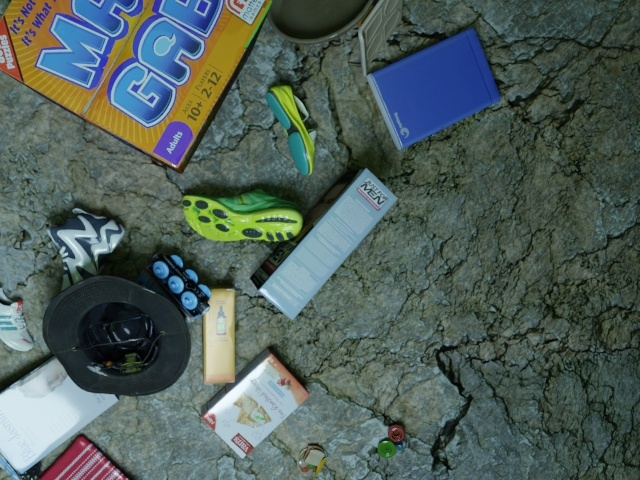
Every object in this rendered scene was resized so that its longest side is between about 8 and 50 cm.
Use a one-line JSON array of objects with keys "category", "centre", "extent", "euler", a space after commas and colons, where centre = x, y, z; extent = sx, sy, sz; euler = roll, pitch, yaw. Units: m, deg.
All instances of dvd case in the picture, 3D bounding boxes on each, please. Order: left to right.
[{"category": "dvd case", "centre": [-0.621, 0.376, 1.189], "extent": [0.253, 0.022, 0.180], "euler": [-37, 103, -28]}]

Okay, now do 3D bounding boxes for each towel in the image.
[{"category": "towel", "centre": [-0.542, 0.624, 1.236], "extent": [0.275, 0.031, 0.199], "euler": [44, 83, 0]}]

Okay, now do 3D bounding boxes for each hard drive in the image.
[{"category": "hard drive", "centre": [0.305, -0.404, 1.385], "extent": [0.319, 0.040, 0.210], "euler": [-27, 101, -11]}]

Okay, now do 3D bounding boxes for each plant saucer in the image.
[{"category": "plant saucer", "centre": [0.006, -0.570, 1.220], "extent": [0.278, 0.041, 0.277], "euler": [-7, 69, 19]}]

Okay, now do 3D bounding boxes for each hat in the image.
[{"category": "hat", "centre": [-0.447, 0.197, 1.194], "extent": [0.332, 0.134, 0.331], "euler": [-3, 118, -5]}]

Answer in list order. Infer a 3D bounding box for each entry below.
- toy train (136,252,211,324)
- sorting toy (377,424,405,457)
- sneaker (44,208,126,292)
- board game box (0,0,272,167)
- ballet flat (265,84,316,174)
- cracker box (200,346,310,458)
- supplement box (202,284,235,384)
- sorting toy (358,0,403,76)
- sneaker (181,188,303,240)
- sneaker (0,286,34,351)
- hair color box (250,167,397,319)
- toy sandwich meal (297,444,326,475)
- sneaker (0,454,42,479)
[{"category": "toy train", "centre": [-0.336, 0.115, 1.214], "extent": [0.184, 0.080, 0.105], "euler": [45, 116, 7]}, {"category": "sorting toy", "centre": [0.201, 0.554, 1.449], "extent": [0.061, 0.042, 0.102], "euler": [32, 99, 1]}, {"category": "sneaker", "centre": [-0.568, 0.034, 1.177], "extent": [0.153, 0.094, 0.234], "euler": [32, 87, -13]}, {"category": "board game box", "centre": [-0.358, -0.379, 1.056], "extent": [0.356, 0.356, 0.356], "euler": [29, 88, -14]}, {"category": "ballet flat", "centre": [-0.054, -0.279, 1.292], "extent": [0.077, 0.077, 0.230], "euler": [-30, 100, -27]}, {"category": "cracker box", "centre": [-0.165, 0.410, 1.325], "extent": [0.232, 0.067, 0.155], "euler": [-42, 103, -7]}, {"category": "supplement box", "centre": [-0.251, 0.228, 1.283], "extent": [0.078, 0.080, 0.233], "euler": [0, 97, -15]}, {"category": "sorting toy", "centre": [0.143, -0.529, 1.265], "extent": [0.038, 0.193, 0.208], "euler": [30, 85, 11]}, {"category": "sneaker", "centre": [-0.187, -0.062, 1.264], "extent": [0.296, 0.123, 0.109], "euler": [8, 118, 2]}, {"category": "sneaker", "centre": [-0.695, 0.177, 1.175], "extent": [0.075, 0.057, 0.161], "euler": [-39, 100, -2]}, {"category": "hair color box", "centre": [0.000, 0.000, 1.269], "extent": [0.113, 0.185, 0.374], "euler": [43, 84, -13]}, {"category": "toy sandwich meal", "centre": [-0.022, 0.591, 1.396], "extent": [0.086, 0.029, 0.085], "euler": [-1, 95, -14]}, {"category": "sneaker", "centre": [-0.728, 0.468, 1.188], "extent": [0.086, 0.085, 0.237], "euler": [-28, 104, 15]}]
